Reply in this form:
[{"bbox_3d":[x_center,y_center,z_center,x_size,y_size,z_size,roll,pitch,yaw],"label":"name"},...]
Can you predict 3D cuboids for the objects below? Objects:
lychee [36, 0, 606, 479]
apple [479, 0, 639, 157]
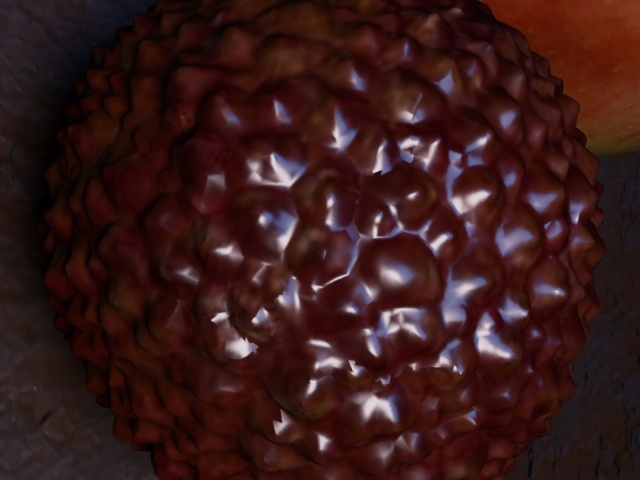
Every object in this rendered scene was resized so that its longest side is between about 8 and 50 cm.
[{"bbox_3d":[0.000,0.000,0.555,0.264,0.264,0.300,56,11,-22],"label":"lychee"},{"bbox_3d":[0.144,-0.203,0.674,0.319,0.277,0.319,3,85,-39],"label":"apple"}]
